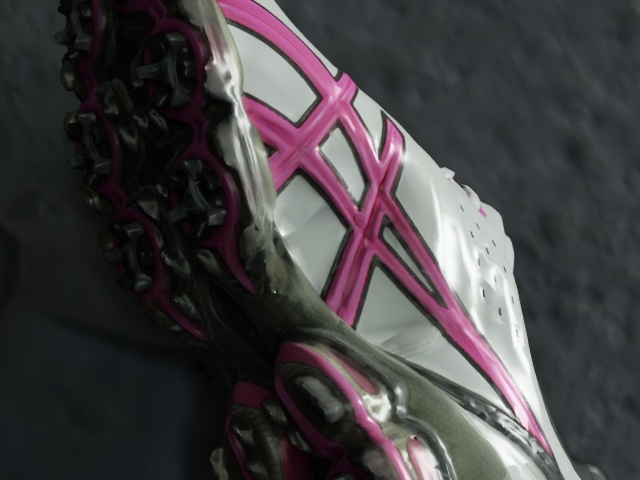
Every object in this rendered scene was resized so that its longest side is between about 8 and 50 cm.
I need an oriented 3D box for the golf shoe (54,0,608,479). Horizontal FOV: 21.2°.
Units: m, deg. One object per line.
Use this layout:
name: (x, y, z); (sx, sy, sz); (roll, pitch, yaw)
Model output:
golf shoe: (0.000, 0.000, 0.400); (0.086, 0.067, 0.186); (-17, 78, -38)
